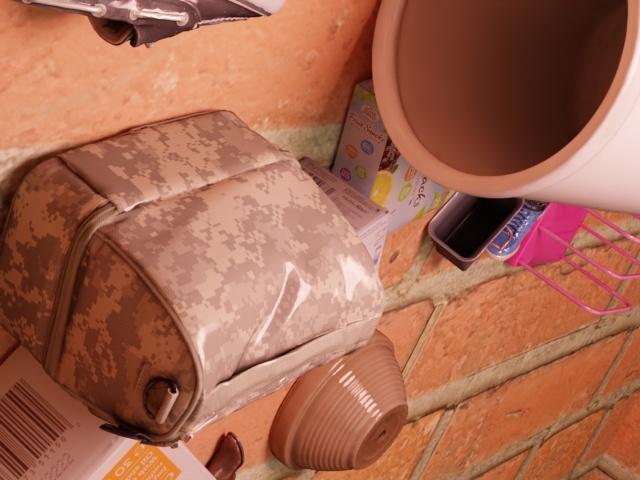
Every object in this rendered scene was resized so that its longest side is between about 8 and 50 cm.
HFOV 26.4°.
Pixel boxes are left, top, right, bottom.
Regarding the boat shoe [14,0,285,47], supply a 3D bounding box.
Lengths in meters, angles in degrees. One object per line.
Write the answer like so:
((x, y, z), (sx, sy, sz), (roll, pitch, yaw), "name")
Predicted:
((-0.142, -0.201, 1.070), (0.301, 0.108, 0.102), (2, 121, -57), "boat shoe")

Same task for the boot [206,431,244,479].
((-0.155, 0.308, 1.766), (0.114, 0.037, 0.106), (-26, 141, -37), "boot")

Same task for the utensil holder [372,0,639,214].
((0.303, -0.187, 1.490), (0.385, 0.327, 0.327), (8, 116, -46), "utensil holder")

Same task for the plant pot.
((0.046, 0.248, 1.941), (0.237, 0.110, 0.237), (-38, 150, -27), "plant pot")

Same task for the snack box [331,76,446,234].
((0.096, -0.110, 1.624), (0.174, 0.070, 0.207), (-27, 145, -43), "snack box")

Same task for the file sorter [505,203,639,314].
((0.480, -0.044, 2.224), (0.202, 0.182, 0.290), (-3, 125, -58), "file sorter")

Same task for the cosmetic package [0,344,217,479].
((-0.239, 0.291, 1.453), (0.230, 0.161, 0.453), (-48, 154, -12), "cosmetic package")

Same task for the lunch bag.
((-0.113, 0.042, 1.245), (0.305, 0.256, 0.212), (-20, 138, -49), "lunch bag")

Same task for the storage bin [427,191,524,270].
((0.224, -0.018, 1.939), (0.135, 0.098, 0.091), (-47, 164, -13), "storage bin")

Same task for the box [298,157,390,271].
((0.000, 0.000, 1.534), (0.072, 0.126, 0.137), (-34, 149, -38), "box")

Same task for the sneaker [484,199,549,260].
((0.301, -0.039, 2.067), (0.152, 0.058, 0.084), (-42, 158, -31), "sneaker")
